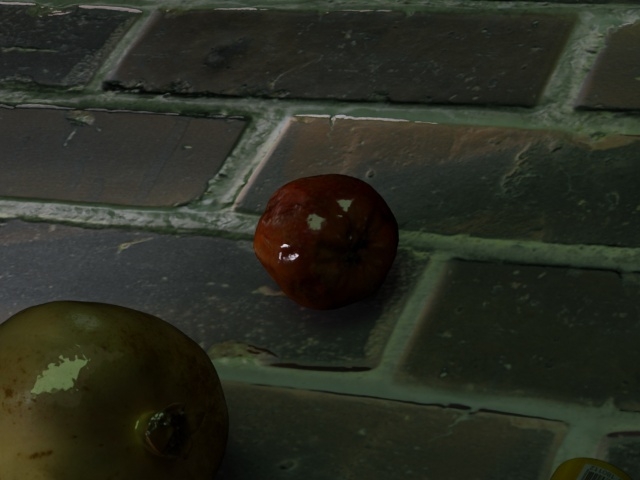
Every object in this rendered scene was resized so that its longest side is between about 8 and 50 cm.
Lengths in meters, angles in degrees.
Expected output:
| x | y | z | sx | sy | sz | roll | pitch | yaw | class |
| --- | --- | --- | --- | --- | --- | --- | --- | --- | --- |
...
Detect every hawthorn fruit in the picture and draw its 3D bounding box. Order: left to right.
| x | y | z | sx | sy | sz | roll | pitch | yaw | class |
| --- | --- | --- | --- | --- | --- | --- | --- | --- | --- |
| 0.006 | 0.005 | 2.183 | 0.179 | 0.173 | 0.173 | -22 | 29 | 41 | hawthorn fruit |

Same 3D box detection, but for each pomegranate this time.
| x | y | z | sx | sy | sz | roll | pitch | yaw | class |
| --- | --- | --- | --- | --- | --- | --- | --- | --- | --- |
| -0.242 | 0.204 | 1.925 | 0.319 | 0.319 | 0.319 | -11 | 39 | 9 | pomegranate |

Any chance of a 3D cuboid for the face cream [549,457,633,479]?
| x | y | z | sx | sy | sz | roll | pitch | yaw | class |
| --- | --- | --- | --- | --- | --- | --- | --- | --- | --- |
| 0.197 | 0.355 | 1.690 | 0.105 | 0.105 | 0.349 | 9 | 41 | 30 | face cream |
